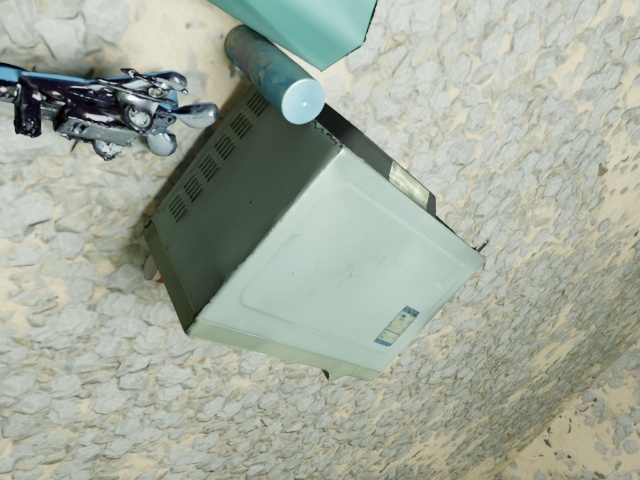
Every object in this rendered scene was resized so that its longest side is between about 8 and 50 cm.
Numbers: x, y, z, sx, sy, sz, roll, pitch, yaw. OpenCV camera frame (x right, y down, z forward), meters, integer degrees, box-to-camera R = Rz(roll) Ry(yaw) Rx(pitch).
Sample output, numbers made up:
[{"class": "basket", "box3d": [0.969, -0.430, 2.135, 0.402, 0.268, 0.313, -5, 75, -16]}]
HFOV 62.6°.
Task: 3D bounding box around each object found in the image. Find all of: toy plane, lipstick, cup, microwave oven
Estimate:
[{"class": "toy plane", "box3d": [-0.225, -0.123, 0.492, 0.169, 0.078, 0.246, -20, 174, 40]}, {"class": "lipstick", "box3d": [-0.052, -0.177, 0.549, 0.048, 0.158, 0.048, -19, 135, -20]}, {"class": "lipstick", "box3d": [-0.182, 0.049, 0.747, 0.130, 0.038, 0.038, 17, 115, -43]}, {"class": "cup", "box3d": [-0.049, -0.270, 0.494, 0.235, 0.148, 0.134, 22, 85, -46]}, {"class": "microwave oven", "box3d": [0.000, 0.000, 0.699, 0.355, 0.218, 0.286, 27, 107, -45]}]
